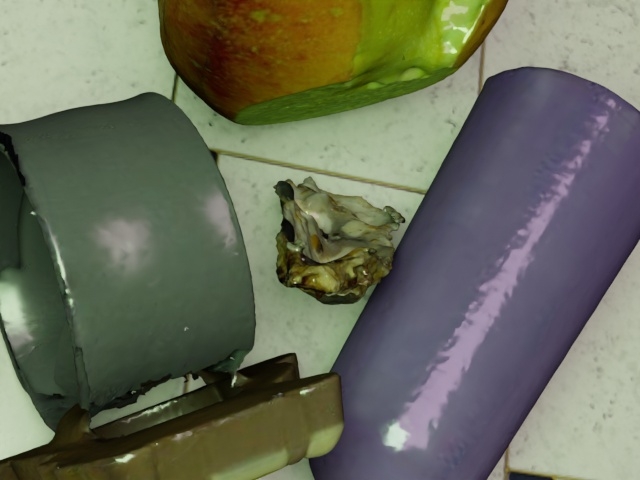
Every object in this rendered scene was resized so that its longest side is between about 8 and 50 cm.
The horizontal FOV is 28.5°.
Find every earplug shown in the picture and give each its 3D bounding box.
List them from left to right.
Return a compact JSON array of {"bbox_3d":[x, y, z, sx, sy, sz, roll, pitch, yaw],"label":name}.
[{"bbox_3d":[0.144,0.067,1.189,0.215,0.215,0.456,35,70,-3],"label":"earplug"}]

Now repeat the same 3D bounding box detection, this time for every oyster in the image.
[{"bbox_3d":[0.002,0.001,1.125,0.128,0.345,0.079,29,104,-2],"label":"oyster"}]

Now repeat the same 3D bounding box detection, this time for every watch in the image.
[{"bbox_3d":[-0.159,0.042,1.034,0.314,0.335,0.327,-18,90,-24],"label":"watch"}]

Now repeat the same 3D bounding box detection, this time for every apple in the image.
[{"bbox_3d":[0.012,-0.276,1.163,0.374,0.384,0.374,-6,117,-12],"label":"apple"}]
